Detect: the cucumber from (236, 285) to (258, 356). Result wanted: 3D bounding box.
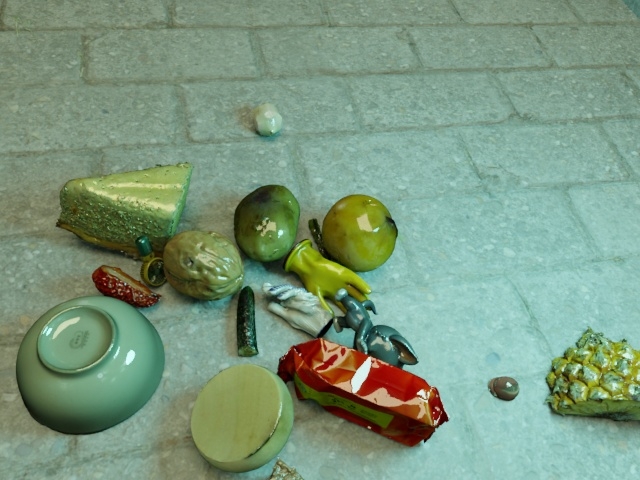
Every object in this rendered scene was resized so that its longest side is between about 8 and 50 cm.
[{"bbox_3d":[-0.206,0.218,1.478,0.058,0.052,0.214,12,51,-25],"label":"cucumber"}]

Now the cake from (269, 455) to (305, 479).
[{"bbox_3d":[-0.102,0.645,1.157,0.113,0.115,0.295,21,55,7],"label":"cake"}]

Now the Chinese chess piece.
[{"bbox_3d":[-0.185,0.421,1.261,0.251,0.097,0.250,-11,51,14],"label":"Chinese chess piece"}]

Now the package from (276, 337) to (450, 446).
[{"bbox_3d":[0.100,0.378,1.325,0.424,0.195,0.123,19,50,6],"label":"package"}]

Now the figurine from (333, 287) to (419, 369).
[{"bbox_3d":[0.130,0.251,1.413,0.140,0.193,0.265,-18,65,-20],"label":"figurine"}]

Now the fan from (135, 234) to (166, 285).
[{"bbox_3d":[-0.484,0.055,1.494,0.039,0.154,0.082,6,31,31],"label":"fan"}]

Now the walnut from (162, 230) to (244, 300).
[{"bbox_3d":[-0.328,0.067,1.479,0.245,0.198,0.198,23,55,17],"label":"walnut"}]

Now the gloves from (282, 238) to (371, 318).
[{"bbox_3d":[0.035,0.128,1.528,0.294,0.133,0.116,39,48,20],"label":"gloves"}]

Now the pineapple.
[{"bbox_3d":[0.806,0.331,1.455,0.345,0.209,0.286,6,55,-2],"label":"pineapple"}]

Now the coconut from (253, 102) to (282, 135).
[{"bbox_3d":[-0.189,-0.427,1.902,0.110,0.110,0.124,-8,55,-14],"label":"coconut"}]

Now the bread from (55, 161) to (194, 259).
[{"bbox_3d":[-0.550,-0.122,1.545,0.316,0.248,0.278,25,49,-7],"label":"bread"}]

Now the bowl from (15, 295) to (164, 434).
[{"bbox_3d":[-0.577,0.276,1.299,0.354,0.185,0.353,4,55,-6],"label":"bowl"}]

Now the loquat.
[{"bbox_3d":[0.117,-0.020,1.583,0.235,0.235,0.234,4,55,-6],"label":"loquat"}]

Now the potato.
[{"bbox_3d":[-0.161,-0.052,1.568,0.210,0.173,0.307,-12,31,2],"label":"potato"}]

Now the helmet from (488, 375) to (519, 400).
[{"bbox_3d":[0.512,0.403,1.458,0.084,0.049,0.065,14,56,1],"label":"helmet"}]

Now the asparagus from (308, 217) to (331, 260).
[{"bbox_3d":[0.000,0.000,1.673,0.036,0.030,0.165,-9,56,-27],"label":"asparagus"}]

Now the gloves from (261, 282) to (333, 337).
[{"bbox_3d":[-0.070,0.188,1.496,0.229,0.119,0.097,33,18,3],"label":"gloves"}]

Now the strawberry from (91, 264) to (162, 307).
[{"bbox_3d":[-0.538,0.138,1.443,0.188,0.121,0.082,33,88,-9],"label":"strawberry"}]
